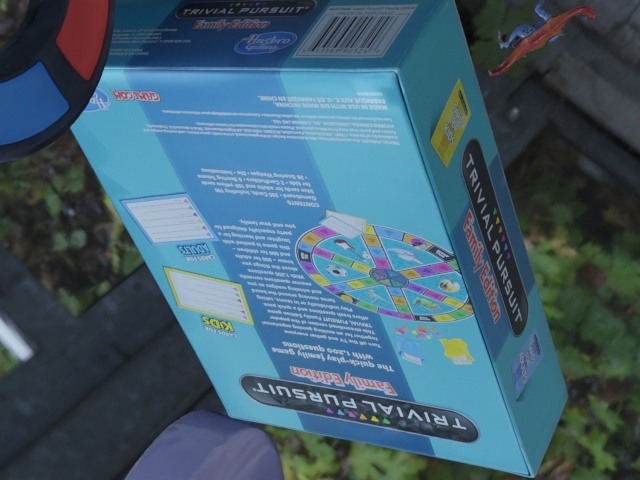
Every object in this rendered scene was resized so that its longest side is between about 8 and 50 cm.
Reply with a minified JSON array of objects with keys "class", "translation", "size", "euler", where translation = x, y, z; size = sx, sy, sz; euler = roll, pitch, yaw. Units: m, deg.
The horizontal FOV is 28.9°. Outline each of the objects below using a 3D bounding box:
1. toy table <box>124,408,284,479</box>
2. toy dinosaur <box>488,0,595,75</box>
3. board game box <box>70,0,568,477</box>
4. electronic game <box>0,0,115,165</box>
[{"class":"toy table","translation":[-0.019,0.229,0.531],"size":[0.161,0.252,0.274],"euler":[18,113,23]},{"class":"toy dinosaur","translation":[0.202,-0.181,1.096],"size":[0.047,0.090,0.082],"euler":[35,152,-31]},{"class":"board game box","translation":[0.000,0.000,0.806],"size":[0.254,0.079,0.336],"euler":[6,137,32]},{"class":"electronic game","translation":[-0.165,-0.141,0.509],"size":[0.048,0.229,0.229],"euler":[-13,110,31]}]
